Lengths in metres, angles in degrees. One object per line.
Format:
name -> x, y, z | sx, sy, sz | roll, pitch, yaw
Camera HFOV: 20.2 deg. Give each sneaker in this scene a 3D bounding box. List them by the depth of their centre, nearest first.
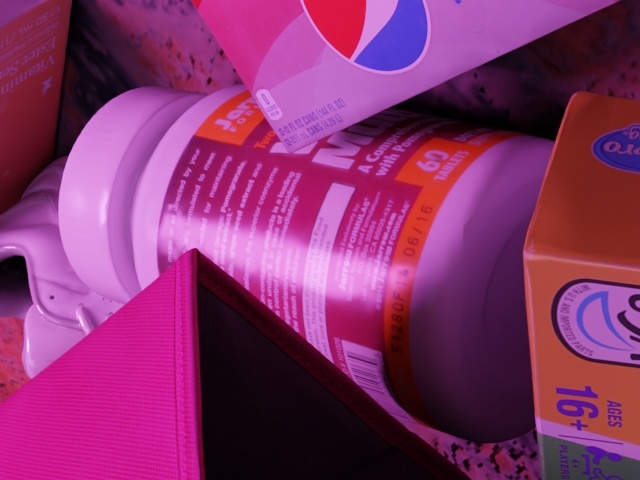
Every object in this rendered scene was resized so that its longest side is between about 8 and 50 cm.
sneaker -> -0.086, 0.045, 0.886 | 0.232, 0.115, 0.090 | 22, 136, 33

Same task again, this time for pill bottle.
pill bottle -> 0.000, 0.000, 0.749 | 0.221, 0.121, 0.121 | 15, 132, 39

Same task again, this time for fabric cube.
fabric cube -> -0.049, 0.216, 0.624 | 0.258, 0.254, 0.259 | -38, 120, 18

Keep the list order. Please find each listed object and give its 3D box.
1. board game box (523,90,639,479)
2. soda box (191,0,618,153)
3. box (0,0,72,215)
board game box -> 0.224, 0.081, 0.514 | 0.316, 0.064, 0.242 | 7, 138, 18
soda box -> 0.064, -0.115, 0.601 | 0.263, 0.092, 0.083 | -22, 104, 53
box -> -0.206, -0.065, 0.905 | 0.091, 0.130, 0.170 | 37, 143, 16
